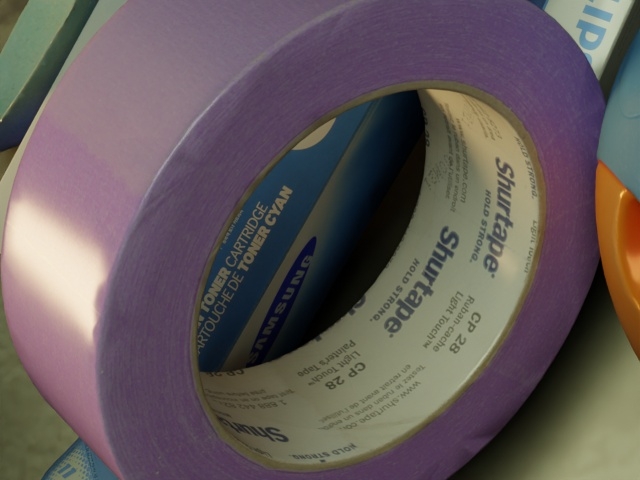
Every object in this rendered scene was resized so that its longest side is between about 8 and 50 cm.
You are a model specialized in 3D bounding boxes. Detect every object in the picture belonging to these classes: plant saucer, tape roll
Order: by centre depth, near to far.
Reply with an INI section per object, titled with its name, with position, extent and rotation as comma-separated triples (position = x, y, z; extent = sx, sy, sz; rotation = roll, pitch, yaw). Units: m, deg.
[tape roll]
position = 0.000, 0.000, 0.850
extent = 0.275, 0.275, 0.090
rotation = -52, 46, 1
[plant saucer]
position = -0.137, -0.121, 1.053
extent = 0.037, 0.195, 0.195
rotation = 30, 87, -17

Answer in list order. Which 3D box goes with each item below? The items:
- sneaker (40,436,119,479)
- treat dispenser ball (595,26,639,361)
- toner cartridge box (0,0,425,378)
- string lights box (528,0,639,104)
[sneaker]
position = -0.010, 0.189, 0.930
extent = 0.330, 0.130, 0.147
rotation = 30, 85, 18
[treat dispenser ball]
position = 0.260, -0.020, 0.802
extent = 0.288, 0.288, 0.288
rotation = -5, 75, 18
[toner cartridge box]
position = -0.019, -0.108, 0.956
extent = 0.165, 0.075, 0.348
rotation = 33, 99, 24
[string lights box]
position = 0.052, -0.142, 1.019
extent = 0.259, 0.077, 0.133
rotation = 23, 88, 23
